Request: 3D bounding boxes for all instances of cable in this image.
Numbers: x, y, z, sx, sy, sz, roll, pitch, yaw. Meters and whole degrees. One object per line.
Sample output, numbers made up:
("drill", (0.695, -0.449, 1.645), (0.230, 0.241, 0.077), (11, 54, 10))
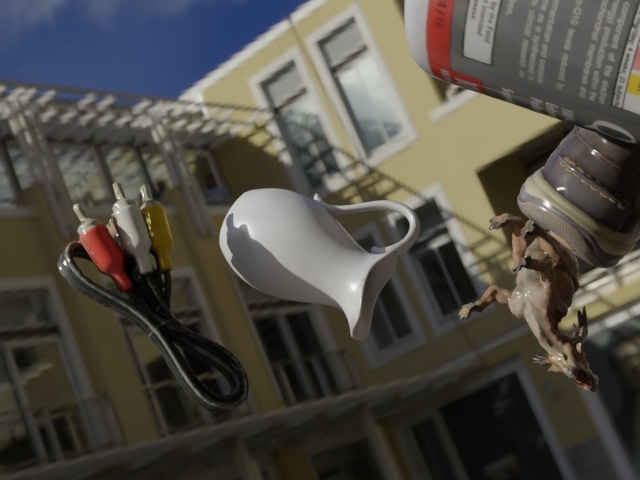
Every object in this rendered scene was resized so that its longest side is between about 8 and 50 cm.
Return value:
("cable", (-0.185, 0.070, 1.326), (0.139, 0.287, 0.072), (-21, -20, -38))

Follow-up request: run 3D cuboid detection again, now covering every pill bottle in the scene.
("pill bottle", (0.260, -0.162, 0.833), (0.210, 0.363, 0.210), (-52, -25, -37))

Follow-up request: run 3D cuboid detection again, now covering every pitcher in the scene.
("pitcher", (0.000, 0.000, 1.439), (0.178, 0.207, 0.125), (-55, -21, -21))

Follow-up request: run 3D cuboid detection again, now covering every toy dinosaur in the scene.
("toy dinosaur", (0.333, 0.069, 1.730), (0.200, 0.295, 0.127), (32, -30, -23))

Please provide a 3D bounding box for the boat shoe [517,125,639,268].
("boat shoe", (0.293, -0.080, 1.107), (0.130, 0.132, 0.355), (-56, -8, 25))
